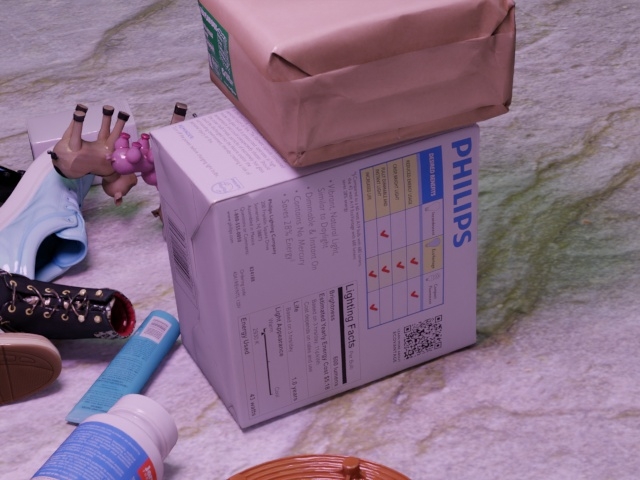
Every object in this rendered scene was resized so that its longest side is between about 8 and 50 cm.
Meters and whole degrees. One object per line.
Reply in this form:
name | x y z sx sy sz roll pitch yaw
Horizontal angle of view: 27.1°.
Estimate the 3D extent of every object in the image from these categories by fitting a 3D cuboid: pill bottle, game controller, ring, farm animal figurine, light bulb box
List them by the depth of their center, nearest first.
ring | -0.014 0.352 1.510 0.336 0.032 0.337 -3 34 2
pill bottle | -0.262 0.283 1.567 0.124 0.124 0.221 11 38 24
light bulb box | 0.000 0.000 1.747 0.361 0.358 0.225 -18 36 -20
farm animal figurine | -0.239 -0.102 2.102 0.330 0.172 0.327 22 22 5
game controller | -0.631 -0.132 2.259 0.319 0.067 0.166 19 0 33

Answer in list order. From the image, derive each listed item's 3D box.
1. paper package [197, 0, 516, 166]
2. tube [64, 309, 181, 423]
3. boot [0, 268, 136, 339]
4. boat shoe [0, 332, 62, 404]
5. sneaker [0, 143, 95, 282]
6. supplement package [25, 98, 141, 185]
paper package | 0.032 -0.251 1.649 0.309 0.168 0.325 -15 32 -16
tube | -0.260 0.178 1.800 0.080 0.052 0.207 2 37 30
boot | -0.372 0.081 1.796 0.178 0.236 0.085 -2 69 19
boat shoe | -0.499 0.163 1.804 0.302 0.109 0.098 -10 34 4
sneaker | -0.411 -0.017 2.063 0.150 0.135 0.366 17 44 12
supplement package | -0.405 -0.161 2.282 0.179 0.105 0.105 -12 34 -12
